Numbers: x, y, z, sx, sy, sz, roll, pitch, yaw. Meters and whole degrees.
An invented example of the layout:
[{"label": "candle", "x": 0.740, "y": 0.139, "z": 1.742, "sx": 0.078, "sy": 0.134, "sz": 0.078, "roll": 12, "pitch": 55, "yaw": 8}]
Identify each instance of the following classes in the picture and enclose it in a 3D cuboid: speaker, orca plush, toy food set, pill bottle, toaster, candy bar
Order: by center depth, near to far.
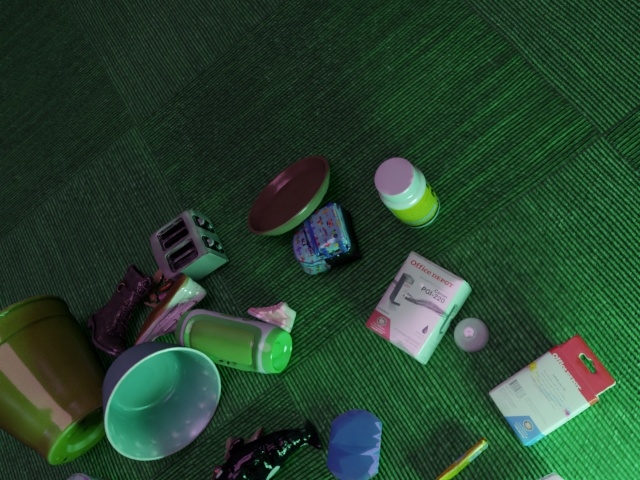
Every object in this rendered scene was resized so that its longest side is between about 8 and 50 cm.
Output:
[{"label": "candy bar", "x": 0.310, "y": 0.493, "z": 1.563, "sx": 0.161, "sy": 0.040, "sz": 0.018, "roll": -43, "pitch": 51, "yaw": 4}, {"label": "orca plush", "x": -0.133, "y": 0.535, "z": 1.685, "sx": 0.287, "sy": 0.102, "sz": 0.151, "roll": -17, "pitch": 80, "yaw": 0}, {"label": "pill bottle", "x": 0.211, "y": -0.116, "z": 1.723, "sx": 0.119, "sy": 0.208, "sz": 0.119, "roll": -8, "pitch": 70, "yaw": 21}, {"label": "speaker", "x": -0.227, "y": 0.260, "z": 1.836, "sx": 0.296, "sy": 0.131, "sz": 0.131, "roll": 9, "pitch": 76, "yaw": 26}, {"label": "toaster", "x": -0.377, "y": 0.028, "z": 1.993, "sx": 0.185, "sy": 0.110, "sz": 0.168, "roll": -34, "pitch": 61, "yaw": 10}, {"label": "toy food set", "x": -0.459, "y": 0.138, "z": 2.044, "sx": 0.078, "sy": 0.019, "sz": 0.122, "roll": 14, "pitch": 71, "yaw": 27}]

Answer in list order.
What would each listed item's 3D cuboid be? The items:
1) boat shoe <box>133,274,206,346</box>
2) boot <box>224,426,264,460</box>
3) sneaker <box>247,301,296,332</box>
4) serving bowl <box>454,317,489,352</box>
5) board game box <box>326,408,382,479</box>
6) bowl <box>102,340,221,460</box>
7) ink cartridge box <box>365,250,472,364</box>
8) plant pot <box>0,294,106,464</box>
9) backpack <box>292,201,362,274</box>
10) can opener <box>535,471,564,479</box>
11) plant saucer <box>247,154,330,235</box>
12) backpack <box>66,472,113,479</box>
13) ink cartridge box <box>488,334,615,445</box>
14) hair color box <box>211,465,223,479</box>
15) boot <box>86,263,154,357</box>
[{"label": "boat shoe", "x": -0.414, "y": 0.218, "z": 1.950, "sx": 0.277, "sy": 0.096, "sz": 0.098, "roll": -46, "pitch": 22, "yaw": 24}, {"label": "boot", "x": -0.196, "y": 0.515, "z": 1.781, "sx": 0.087, "sy": 0.042, "sz": 0.118, "roll": 15, "pitch": 78, "yaw": 30}, {"label": "sneaker", "x": -0.124, "y": 0.188, "z": 1.859, "sx": 0.134, "sy": 0.051, "sz": 0.070, "roll": 20, "pitch": 79, "yaw": 25}, {"label": "serving bowl", "x": 0.350, "y": 0.219, "z": 1.648, "sx": 0.083, "sy": 0.027, "sz": 0.083, "roll": -8, "pitch": 70, "yaw": 22}, {"label": "board game box", "x": 0.086, "y": 0.487, "z": 1.671, "sx": 0.133, "sy": 0.033, "sz": 0.169, "roll": -5, "pitch": 65, "yaw": 28}, {"label": "bowl", "x": -0.431, "y": 0.385, "z": 1.812, "sx": 0.163, "sy": 0.311, "sz": 0.312, "roll": 27, "pitch": 84, "yaw": 48}, {"label": "ink cartridge box", "x": 0.235, "y": 0.159, "z": 1.685, "sx": 0.158, "sy": 0.092, "sz": 0.218, "roll": 31, "pitch": 85, "yaw": 29}, {"label": "plant pot", "x": -0.736, "y": 0.402, "z": 1.915, "sx": 0.353, "sy": 0.366, "sz": 0.366, "roll": 41, "pitch": 92, "yaw": 17}, {"label": "backpack", "x": 0.000, "y": 0.000, "z": 1.832, "sx": 0.173, "sy": 0.117, "sz": 0.158, "roll": -22, "pitch": 64, "yaw": 19}, {"label": "can opener", "x": 0.388, "y": 0.569, "z": 1.469, "sx": 0.283, "sy": 0.095, "sz": 0.076, "roll": -30, "pitch": 62, "yaw": 12}, {"label": "plant saucer", "x": -0.079, "y": -0.115, "z": 1.883, "sx": 0.278, "sy": 0.041, "sz": 0.278, "roll": -32, "pitch": 32, "yaw": 22}, {"label": "backpack", "x": -0.618, "y": 0.728, "z": 1.805, "sx": 0.225, "sy": 0.191, "sz": 0.254, "roll": -1, "pitch": 63, "yaw": 52}, {"label": "ink cartridge box", "x": 0.498, "y": 0.322, "z": 1.517, "sx": 0.231, "sy": 0.078, "sz": 0.134, "roll": -36, "pitch": 62, "yaw": 9}, {"label": "hair color box", "x": -0.240, "y": 0.639, "z": 1.755, "sx": 0.072, "sy": 0.043, "sz": 0.141, "roll": 5, "pitch": 75, "yaw": 24}, {"label": "boot", "x": -0.553, "y": 0.196, "z": 2.005, "sx": 0.229, "sy": 0.091, "sz": 0.263, "roll": -52, "pitch": 43, "yaw": -1}]
